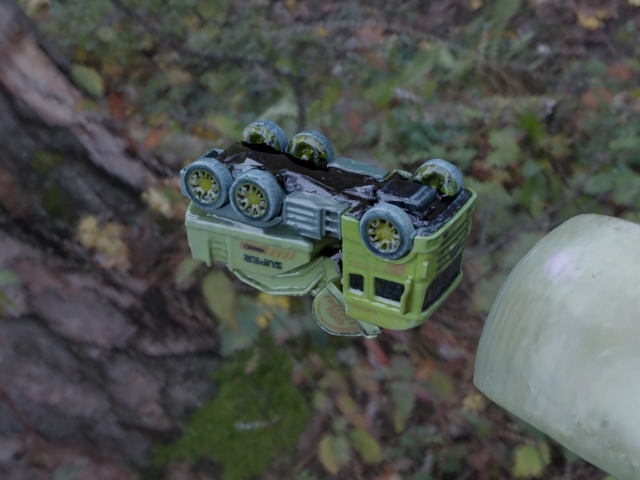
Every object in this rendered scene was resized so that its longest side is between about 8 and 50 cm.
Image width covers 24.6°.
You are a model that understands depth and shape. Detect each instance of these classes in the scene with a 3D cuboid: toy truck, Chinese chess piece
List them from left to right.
[{"bbox_3d":[0.000,0.000,0.946,0.191,0.116,0.085,15,33,24],"label":"toy truck"},{"bbox_3d":[0.191,0.081,0.657,0.101,0.250,0.250,-61,29,-1],"label":"Chinese chess piece"}]
